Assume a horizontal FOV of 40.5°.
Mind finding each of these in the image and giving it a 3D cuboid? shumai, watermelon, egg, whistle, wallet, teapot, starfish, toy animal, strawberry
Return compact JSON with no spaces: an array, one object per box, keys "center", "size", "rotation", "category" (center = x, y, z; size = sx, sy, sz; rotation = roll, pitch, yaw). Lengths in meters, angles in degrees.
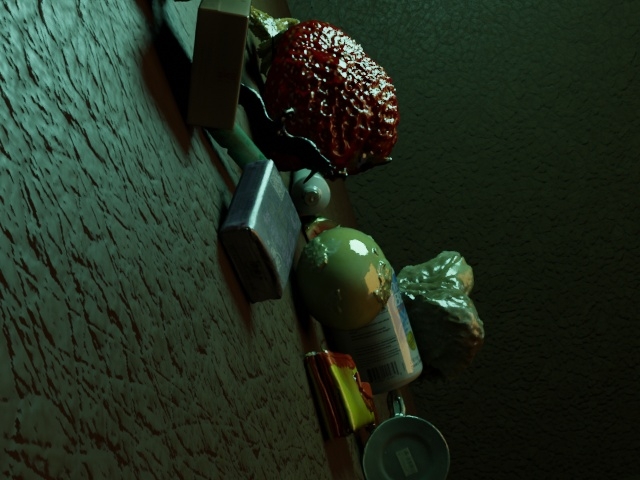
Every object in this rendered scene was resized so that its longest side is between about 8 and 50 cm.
[{"center":[0.228,0.162,1.858],"size":[0.283,0.346,0.217],"rotation":[-24,101,-49],"category":"shumai"},{"center":[0.011,-0.008,1.823],"size":[0.163,0.069,0.087],"rotation":[63,11,-49],"category":"watermelon"},{"center":[0.037,0.066,1.443],"size":[0.201,0.164,0.164],"rotation":[-97,169,-57],"category":"egg"},{"center":[-0.099,-0.115,1.149],"size":[0.186,0.039,0.039],"rotation":[48,25,-59],"category":"whistle"},{"center":[0.037,0.243,1.397],"size":[0.241,0.067,0.141],"rotation":[43,29,-77],"category":"wallet"},{"center":[0.153,0.398,1.653],"size":[0.149,0.163,0.239],"rotation":[104,-22,-84],"category":"teapot"},{"center":[-0.089,-0.371,1.743],"size":[0.303,0.113,0.311],"rotation":[-51,127,-83],"category":"starfish"},{"center":[-0.075,-0.156,1.295],"size":[0.220,0.108,0.062],"rotation":[39,11,1],"category":"toy animal"},{"center":[0.011,-0.244,1.547],"size":[0.261,0.261,0.257],"rotation":[-95,-173,-63],"category":"strawberry"}]

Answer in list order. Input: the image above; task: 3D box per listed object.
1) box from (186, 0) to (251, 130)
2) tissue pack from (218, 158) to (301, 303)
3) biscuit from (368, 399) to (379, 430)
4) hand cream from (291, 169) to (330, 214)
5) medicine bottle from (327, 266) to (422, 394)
[{"center":[-0.119,-0.231,1.045],"size":[0.201,0.058,0.141],"rotation":[-96,-165,-61],"category":"box"},{"center":[-0.071,-0.014,1.064],"size":[0.156,0.051,0.112],"rotation":[-78,151,-53],"category":"tissue pack"},{"center":[0.101,0.360,1.857],"size":[0.118,0.023,0.140],"rotation":[-97,169,-58],"category":"biscuit"},{"center":[-0.031,-0.115,1.832],"size":[0.340,0.078,0.124],"rotation":[-116,-173,-78],"category":"hand cream"},{"center":[0.086,0.141,1.676],"size":[0.157,0.157,0.288],"rotation":[-53,126,-83],"category":"medicine bottle"}]
